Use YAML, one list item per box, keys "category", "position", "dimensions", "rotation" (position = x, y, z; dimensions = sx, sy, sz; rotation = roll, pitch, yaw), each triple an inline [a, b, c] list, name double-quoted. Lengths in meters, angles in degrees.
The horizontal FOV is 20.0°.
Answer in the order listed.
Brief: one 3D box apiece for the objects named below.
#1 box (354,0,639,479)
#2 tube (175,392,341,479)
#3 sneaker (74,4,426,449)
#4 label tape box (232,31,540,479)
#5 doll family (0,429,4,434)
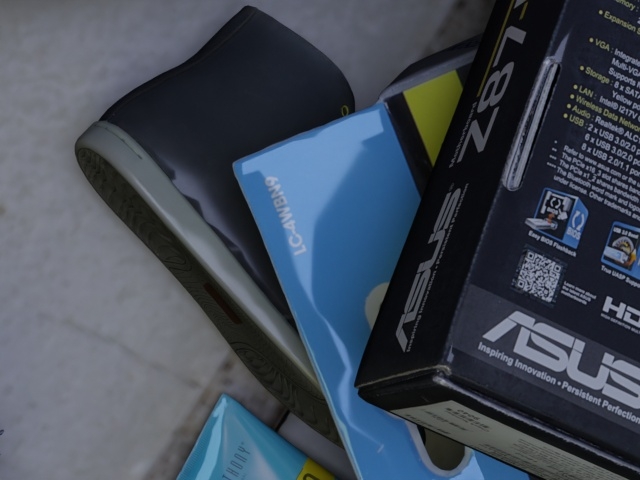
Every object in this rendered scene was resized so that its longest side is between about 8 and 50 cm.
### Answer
- category: "box"
  position: [0.247, -0.006, 0.742]
  dimensions: [0.395, 0.097, 0.318]
  rotation: [24, 75, -14]
- category: "tube"
  position: [0.021, 0.161, 0.874]
  dimensions: [0.207, 0.052, 0.080]
  rotation: [31, 71, -4]
- category: "sneaker"
  position: [0.000, 0.000, 0.852]
  dimensions: [0.118, 0.083, 0.222]
  rotation: [-43, 102, -17]
- category: "label tape box"
  position: [0.150, 0.006, 0.862]
  dimensions: [0.347, 0.115, 0.249]
  rotation: [-24, 99, -10]
- category: "doll family"
  position: [-0.200, 0.091, 0.790]
  dimensions: [0.193, 0.111, 0.076]
  rotation: [31, 82, -10]
